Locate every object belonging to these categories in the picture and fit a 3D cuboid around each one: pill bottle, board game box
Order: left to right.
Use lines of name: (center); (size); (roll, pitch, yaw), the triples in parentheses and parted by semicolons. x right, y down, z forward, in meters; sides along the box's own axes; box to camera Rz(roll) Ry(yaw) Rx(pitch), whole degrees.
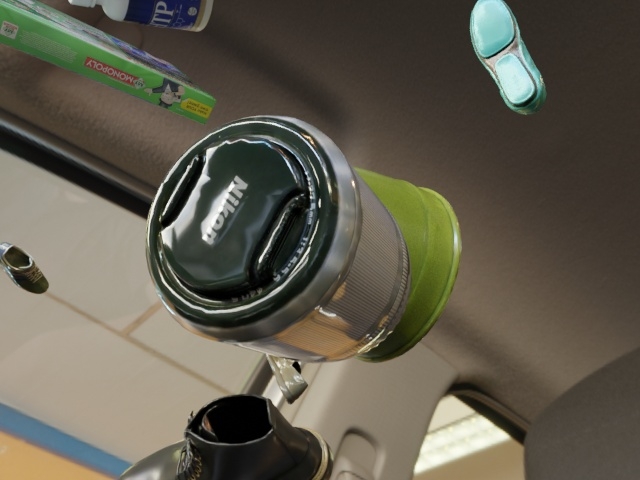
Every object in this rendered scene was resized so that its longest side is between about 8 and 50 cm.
board game box: (-0.332, -0.277, 0.805); (0.317, 0.213, 0.046); (17, -71, -40)
pill bottle: (-0.258, -0.368, 0.791); (0.186, 0.112, 0.112); (-4, -43, -31)

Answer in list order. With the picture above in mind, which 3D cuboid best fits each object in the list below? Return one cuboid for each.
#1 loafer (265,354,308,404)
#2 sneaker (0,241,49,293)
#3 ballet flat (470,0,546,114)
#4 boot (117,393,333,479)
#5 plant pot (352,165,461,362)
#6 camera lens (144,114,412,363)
loafer: (-0.062, 0.230, 0.997); (0.050, 0.148, 0.056); (-22, -47, -9)
sneaker: (-0.789, 0.077, 1.472); (0.086, 0.064, 0.192); (-2, -45, 36)
ballet flat: (0.339, -0.328, 1.003); (0.083, 0.247, 0.087); (-26, -25, 28)
boot: (-0.103, 0.171, 0.446); (0.197, 0.077, 0.137); (-18, -39, 6)
plant pot: (0.000, 0.000, 1.019); (0.353, 0.366, 0.366); (25, -51, -30)
camera lens: (-0.030, 0.014, 0.595); (0.219, 0.219, 0.274); (-16, -23, 19)
